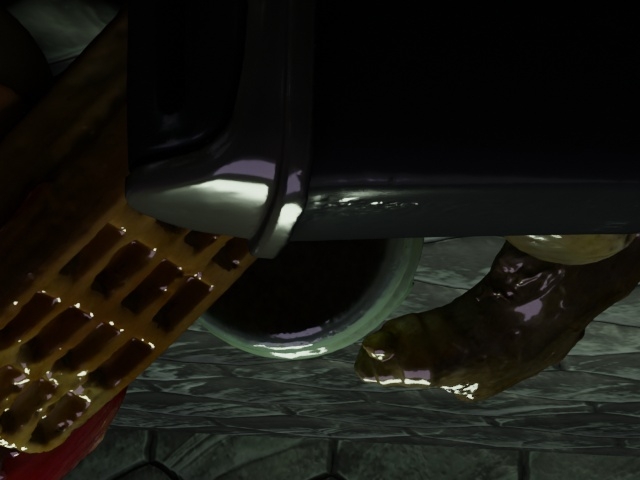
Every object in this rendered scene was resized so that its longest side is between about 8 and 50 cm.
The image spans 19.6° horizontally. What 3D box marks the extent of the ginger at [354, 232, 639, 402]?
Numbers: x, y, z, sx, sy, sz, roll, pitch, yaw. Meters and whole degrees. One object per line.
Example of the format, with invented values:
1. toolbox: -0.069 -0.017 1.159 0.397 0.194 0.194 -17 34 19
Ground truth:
1. ginger: 0.181 0.031 1.410 0.333 0.080 0.166 -31 148 6

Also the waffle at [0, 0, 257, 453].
1. waffle: -0.142 -0.003 1.206 0.098 0.327 0.224 44 -179 26

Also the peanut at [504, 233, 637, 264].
1. peanut: 0.146 -0.066 1.209 0.129 0.129 0.224 -1 156 25

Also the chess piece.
1. chess piece: 0.000 0.000 1.444 0.195 0.194 0.299 2 175 12

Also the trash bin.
1. trash bin: 0.046 -0.098 0.949 0.290 0.209 0.182 2 165 -9

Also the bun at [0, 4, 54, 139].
1. bun: -0.322 -0.065 1.211 0.299 0.164 0.299 -19 145 -14

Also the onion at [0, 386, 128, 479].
1. onion: -0.302 0.055 1.467 0.341 0.341 0.341 5 166 1
